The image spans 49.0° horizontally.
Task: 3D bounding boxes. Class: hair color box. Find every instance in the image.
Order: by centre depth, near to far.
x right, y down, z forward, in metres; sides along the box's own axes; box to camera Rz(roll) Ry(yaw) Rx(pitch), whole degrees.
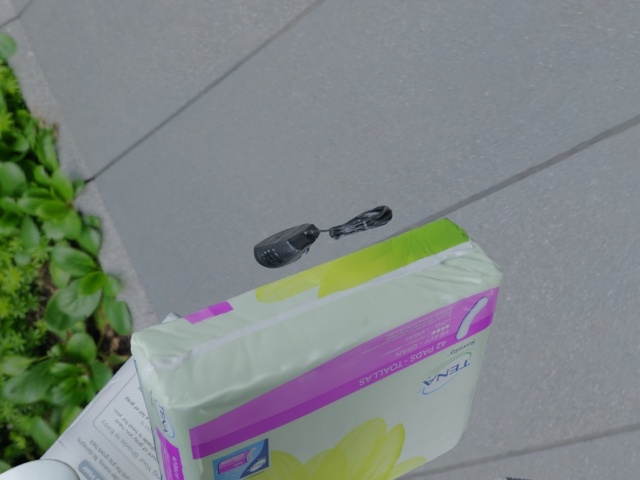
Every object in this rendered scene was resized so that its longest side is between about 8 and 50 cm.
[{"bbox_3d":[-0.238,0.298,0.910,0.185,0.113,0.374,39,82,13],"label":"hair color box"}]

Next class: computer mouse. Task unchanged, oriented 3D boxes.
[{"bbox_3d":[0.000,0.000,0.921,0.242,0.071,0.041,-14,105,46],"label":"computer mouse"}]

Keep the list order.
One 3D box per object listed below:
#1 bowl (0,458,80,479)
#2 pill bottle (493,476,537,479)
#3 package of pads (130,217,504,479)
[{"bbox_3d":[-0.315,0.372,0.676,0.298,0.298,0.134,-15,121,35],"label":"bowl"},{"bbox_3d":[0.297,0.405,1.023,0.187,0.112,0.112,3,105,13],"label":"pill bottle"},{"bbox_3d":[0.007,0.132,0.595,0.101,0.297,0.229,47,146,42],"label":"package of pads"}]
